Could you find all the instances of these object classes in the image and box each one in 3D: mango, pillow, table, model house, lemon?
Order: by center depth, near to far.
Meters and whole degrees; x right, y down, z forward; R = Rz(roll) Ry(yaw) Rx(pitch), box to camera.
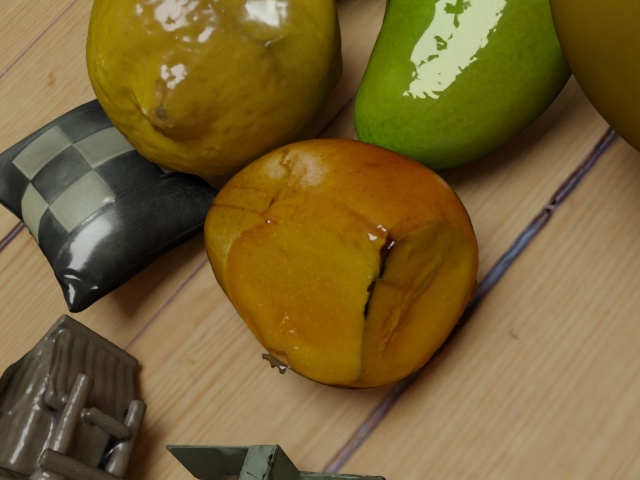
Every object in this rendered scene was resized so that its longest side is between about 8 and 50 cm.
[{"bbox_3d":[-0.051,0.225,0.626,0.175,0.062,0.146,-6,45,26],"label":"table"},{"bbox_3d":[0.000,0.000,0.717,0.257,0.138,0.187,36,109,45],"label":"mango"},{"bbox_3d":[-0.241,0.143,0.722,0.122,0.229,0.188,-32,38,44],"label":"model house"},{"bbox_3d":[0.139,-0.182,0.755,0.186,0.149,0.272,9,75,27],"label":"mango"},{"bbox_3d":[-0.096,-0.181,0.813,0.234,0.233,0.288,-11,36,21],"label":"lemon"},{"bbox_3d":[-0.219,-0.046,0.875,0.186,0.106,0.250,-34,50,-16],"label":"pillow"}]

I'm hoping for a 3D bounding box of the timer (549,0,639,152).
[{"bbox_3d":[0.353,-0.173,0.543,0.387,0.376,0.376,22,67,-3],"label":"timer"}]
